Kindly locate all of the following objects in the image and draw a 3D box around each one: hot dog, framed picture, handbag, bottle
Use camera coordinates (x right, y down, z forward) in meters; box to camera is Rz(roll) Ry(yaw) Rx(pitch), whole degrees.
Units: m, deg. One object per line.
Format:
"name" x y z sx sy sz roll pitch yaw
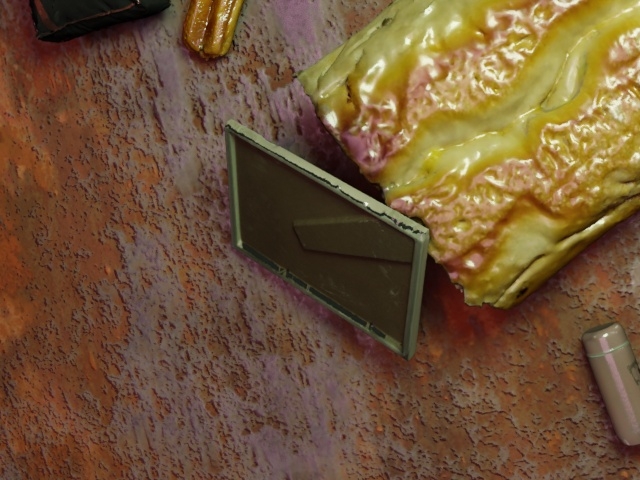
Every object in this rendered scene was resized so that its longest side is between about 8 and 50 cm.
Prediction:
"hot dog" -0.129 -0.309 1.279 0.071 0.045 0.165 18 102 12
"framed picture" 0.000 0.000 1.194 0.289 0.016 0.213 31 143 27
"handbag" -0.304 -0.364 1.268 0.169 0.155 0.215 -16 94 25
"bottle" 0.351 0.167 1.187 0.053 0.053 0.140 -21 90 18
"hot dog" 0.224 -0.163 1.118 0.365 0.196 0.367 -40 90 20
